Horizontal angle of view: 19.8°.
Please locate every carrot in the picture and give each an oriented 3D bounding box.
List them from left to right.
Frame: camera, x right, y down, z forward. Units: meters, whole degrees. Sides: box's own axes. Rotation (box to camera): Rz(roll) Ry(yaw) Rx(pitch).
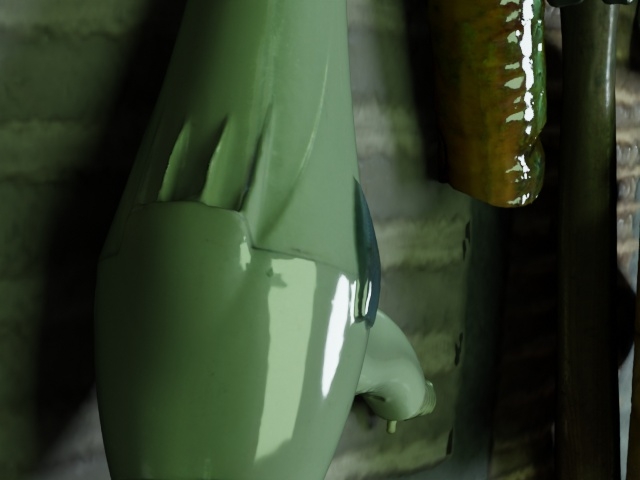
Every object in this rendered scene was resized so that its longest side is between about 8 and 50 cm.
[{"bbox_3d":[0.081,-0.143,0.909,0.070,0.070,0.260,-32,124,-48],"label":"carrot"}]

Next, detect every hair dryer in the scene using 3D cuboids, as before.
[{"bbox_3d":[-0.007,-0.035,0.803,0.298,0.119,0.296,-17,108,-70],"label":"hair dryer"}]

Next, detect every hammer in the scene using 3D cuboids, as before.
[{"bbox_3d":[0.148,-0.021,0.994,0.168,0.044,0.440,-75,163,-56],"label":"hammer"}]

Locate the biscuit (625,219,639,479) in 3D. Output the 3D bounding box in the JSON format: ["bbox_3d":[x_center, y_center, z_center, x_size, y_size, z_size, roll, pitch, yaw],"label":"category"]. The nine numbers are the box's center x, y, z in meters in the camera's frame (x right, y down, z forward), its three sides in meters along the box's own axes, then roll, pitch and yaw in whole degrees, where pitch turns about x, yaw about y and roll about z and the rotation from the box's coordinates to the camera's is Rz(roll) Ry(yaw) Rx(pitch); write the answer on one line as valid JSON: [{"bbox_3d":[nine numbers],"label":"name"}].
[{"bbox_3d":[0.198,0.017,1.029,0.278,0.043,0.301,-63,153,-66],"label":"biscuit"}]

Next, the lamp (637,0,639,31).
[{"bbox_3d":[0.245,-0.146,1.089,0.214,0.121,0.121,38,66,-65],"label":"lamp"}]
